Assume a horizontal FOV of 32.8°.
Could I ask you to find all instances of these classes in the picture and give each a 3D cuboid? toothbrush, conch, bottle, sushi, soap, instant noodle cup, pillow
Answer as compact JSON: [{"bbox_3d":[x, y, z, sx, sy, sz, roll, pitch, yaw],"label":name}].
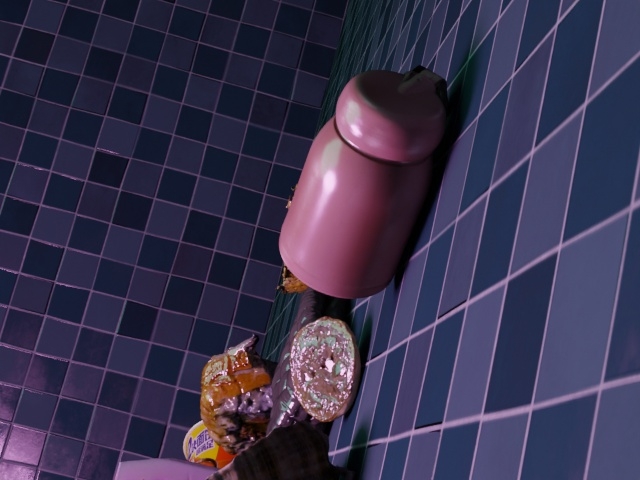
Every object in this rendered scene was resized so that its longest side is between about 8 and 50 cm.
[{"bbox_3d":[0.028,0.321,1.504,0.194,0.014,0.017,136,145,-79],"label":"toothbrush"},{"bbox_3d":[-0.054,0.362,1.437,0.210,0.159,0.291,-44,-19,16],"label":"conch"},{"bbox_3d":[0.069,-0.087,1.458,0.206,0.173,0.297,-31,-32,-45],"label":"bottle"},{"bbox_3d":[-0.135,0.307,2.084,0.274,0.184,0.139,78,-174,-56],"label":"sushi"},{"bbox_3d":[-0.235,0.518,2.021,0.109,0.324,0.193,109,174,-55],"label":"soap"},{"bbox_3d":[-0.206,0.526,2.450,0.174,0.213,0.213,-98,22,-54],"label":"instant noodle cup"},{"bbox_3d":[-0.021,0.223,1.858,0.326,0.101,0.228,-95,23,-69],"label":"pillow"}]

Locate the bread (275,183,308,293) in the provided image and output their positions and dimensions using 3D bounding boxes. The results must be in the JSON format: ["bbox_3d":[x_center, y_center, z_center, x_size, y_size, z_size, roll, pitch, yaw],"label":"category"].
[{"bbox_3d":[0.001,-0.004,2.037,0.260,0.147,0.160,106,167,-59],"label":"bread"}]

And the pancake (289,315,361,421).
[{"bbox_3d":[0.009,0.192,1.631,0.158,0.028,0.158,-6,82,47],"label":"pancake"}]
